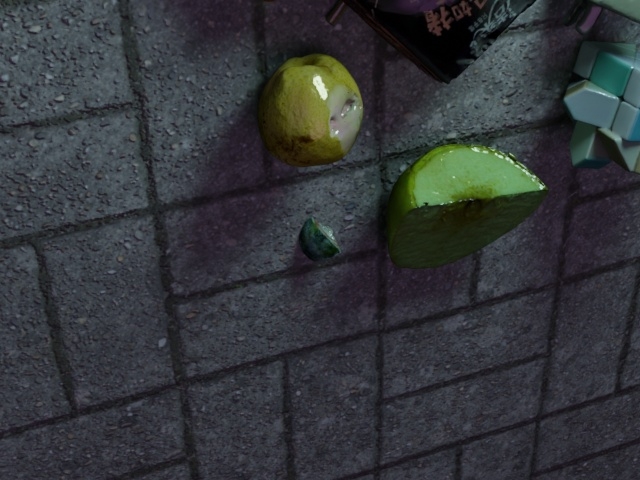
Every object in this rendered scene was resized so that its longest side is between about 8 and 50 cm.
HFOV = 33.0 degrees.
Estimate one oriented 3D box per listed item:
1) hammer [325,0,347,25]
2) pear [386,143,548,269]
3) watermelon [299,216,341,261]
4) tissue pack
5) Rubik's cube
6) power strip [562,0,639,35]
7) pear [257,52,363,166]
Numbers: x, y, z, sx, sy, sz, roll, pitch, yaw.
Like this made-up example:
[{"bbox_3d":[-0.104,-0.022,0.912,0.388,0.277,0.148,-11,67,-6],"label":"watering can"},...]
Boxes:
[{"bbox_3d":[0.069,-0.414,1.648,0.062,0.013,0.199,25,111,-36],"label":"hammer"},{"bbox_3d":[0.221,-0.052,1.919,0.288,0.139,0.239,-9,142,-24],"label":"pear"},{"bbox_3d":[0.000,0.000,1.915,0.061,0.085,0.085,-37,139,-36],"label":"watermelon"},{"bbox_3d":[0.162,-0.405,1.618,0.245,0.123,0.332,-43,134,16],"label":"tissue pack"},{"bbox_3d":[0.538,-0.215,1.878,0.265,0.224,0.212,-1,120,-29],"label":"Rubik's cube"},{"bbox_3d":[0.480,-0.430,1.742,0.140,0.139,0.224,12,118,-32],"label":"power strip"},{"bbox_3d":[-0.015,-0.202,1.669,0.178,0.178,0.178,-13,129,-16],"label":"pear"}]
